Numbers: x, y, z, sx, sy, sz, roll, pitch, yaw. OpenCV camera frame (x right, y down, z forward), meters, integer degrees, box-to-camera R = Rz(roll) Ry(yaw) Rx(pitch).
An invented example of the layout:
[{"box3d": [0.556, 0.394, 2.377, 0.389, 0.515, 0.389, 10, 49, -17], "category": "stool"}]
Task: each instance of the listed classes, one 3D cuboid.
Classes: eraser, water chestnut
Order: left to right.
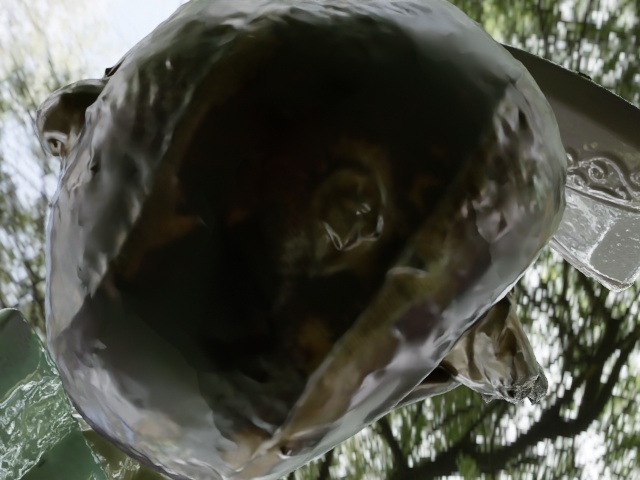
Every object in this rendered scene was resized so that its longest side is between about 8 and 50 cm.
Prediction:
[{"box3d": [0.000, 0.000, 0.603, 0.238, 0.223, 0.224, 46, -108, -8], "category": "water chestnut"}, {"box3d": [0.147, -0.065, 1.061, 0.243, 0.204, 0.059, 37, -110, 10], "category": "eraser"}]

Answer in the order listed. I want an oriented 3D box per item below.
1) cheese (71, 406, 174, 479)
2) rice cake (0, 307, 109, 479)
[{"box3d": [-0.186, 0.273, 0.964, 0.326, 0.318, 0.115, -62, -147, 6], "category": "cheese"}, {"box3d": [-0.126, 0.126, 0.342, 0.043, 0.127, 0.237, -6, -155, 39], "category": "rice cake"}]
